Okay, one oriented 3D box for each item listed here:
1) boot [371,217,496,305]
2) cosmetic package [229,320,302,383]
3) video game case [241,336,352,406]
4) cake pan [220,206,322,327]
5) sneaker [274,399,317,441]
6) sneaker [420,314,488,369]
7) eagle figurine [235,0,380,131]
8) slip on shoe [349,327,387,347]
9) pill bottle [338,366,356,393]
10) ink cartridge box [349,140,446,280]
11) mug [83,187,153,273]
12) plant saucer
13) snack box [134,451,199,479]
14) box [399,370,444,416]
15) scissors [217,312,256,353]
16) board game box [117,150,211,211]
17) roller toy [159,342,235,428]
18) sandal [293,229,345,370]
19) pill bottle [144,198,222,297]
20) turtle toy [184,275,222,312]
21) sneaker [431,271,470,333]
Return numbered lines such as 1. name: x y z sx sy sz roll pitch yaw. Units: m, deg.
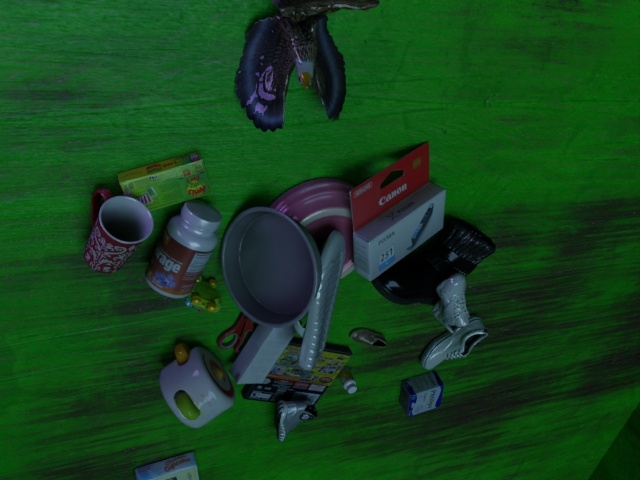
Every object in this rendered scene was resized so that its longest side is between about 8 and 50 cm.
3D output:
1. boot: 0.317 0.053 1.732 0.348 0.131 0.260 8 128 -43
2. cosmetic package: -0.158 0.303 1.731 0.099 0.060 0.239 15 115 -45
3. video game case: -0.071 0.412 1.893 0.274 0.035 0.248 17 117 -34
4. cake pan: -0.115 0.061 1.458 0.054 0.293 0.293 -17 139 -55
5. sneaker: -0.076 0.576 1.951 0.132 0.086 0.229 -6 144 -11
6. sneaker: 0.453 0.361 2.066 0.258 0.091 0.094 -44 131 11
7. eagle figurine: -0.042 -0.373 1.228 0.226 0.225 0.298 28 153 3
8. slip on shoe: 0.154 0.312 1.918 0.135 0.041 0.051 20 115 -36
9. pill bottle: 0.087 0.453 1.967 0.043 0.083 0.043 -13 130 -16
10. ink cartridge box: 0.204 -0.074 1.561 0.296 0.066 0.261 -34 137 -28
11. mug: -0.444 -0.021 1.317 0.113 0.150 0.169 9 147 -32
12. plant saucer: 0.000 0.000 1.575 0.332 0.084 0.332 -13 130 -16
13. snack box: -0.489 0.836 2.002 0.187 0.060 0.322 -12 129 -18
14. box: 0.363 0.551 2.184 0.137 0.072 0.126 -14 130 -17
15. scissors: -0.194 0.199 1.682 0.109 0.021 0.297 13 117 -32
16. board game box: -0.341 -0.125 1.339 0.181 0.043 0.092 -18 131 -12
17. roller toy: -0.327 0.391 1.649 0.146 0.209 0.191 -34 146 1
18. sandal: -0.026 0.161 1.554 0.102 0.169 0.416 17 118 13
19. pill bottle: -0.314 0.018 1.411 0.121 0.121 0.216 15 117 -34
20. turtle toy: -0.298 0.144 1.546 0.066 0.095 0.130 -31 136 29
21. sneaker: 0.389 0.183 1.727 0.090 0.115 0.232 -24 145 -13
